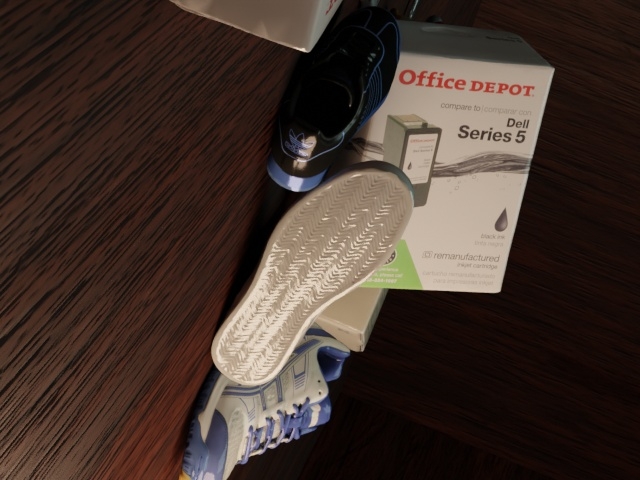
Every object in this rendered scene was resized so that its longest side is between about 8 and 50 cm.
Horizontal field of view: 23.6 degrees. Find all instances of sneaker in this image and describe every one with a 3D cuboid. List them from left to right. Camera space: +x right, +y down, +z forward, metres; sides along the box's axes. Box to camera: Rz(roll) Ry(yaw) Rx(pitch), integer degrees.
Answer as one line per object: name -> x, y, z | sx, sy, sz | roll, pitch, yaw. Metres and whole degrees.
sneaker -> -0.054, 0.173, 1.664 | 0.296, 0.131, 0.112 | -59, 171, -50
sneaker -> 0.000, 0.000, 1.539 | 0.292, 0.108, 0.169 | -48, -172, 31
sneaker -> 0.024, -0.151, 1.435 | 0.232, 0.081, 0.090 | -63, 179, -34

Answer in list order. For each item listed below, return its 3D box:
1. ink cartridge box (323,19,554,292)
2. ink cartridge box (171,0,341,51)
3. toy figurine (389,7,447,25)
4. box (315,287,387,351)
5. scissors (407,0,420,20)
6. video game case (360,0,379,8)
ink cartridge box -> 0.118, -0.090, 1.670 | 0.115, 0.198, 0.273 | -122, -142, -61
ink cartridge box -> -0.001, -0.238, 0.829 | 0.219, 0.092, 0.160 | 105, 9, -45
toy figurine -> 0.100, -0.168, 1.828 | 0.209, 0.148, 0.213 | -70, 178, -74
box -> 0.058, -0.025, 2.008 | 0.148, 0.121, 0.311 | 89, 23, -75
scissors -> 0.153, -0.385, 2.102 | 0.109, 0.021, 0.297 | 105, 9, -65
video game case -> 0.077, -0.330, 1.591 | 0.143, 0.019, 0.157 | 80, 33, -79
